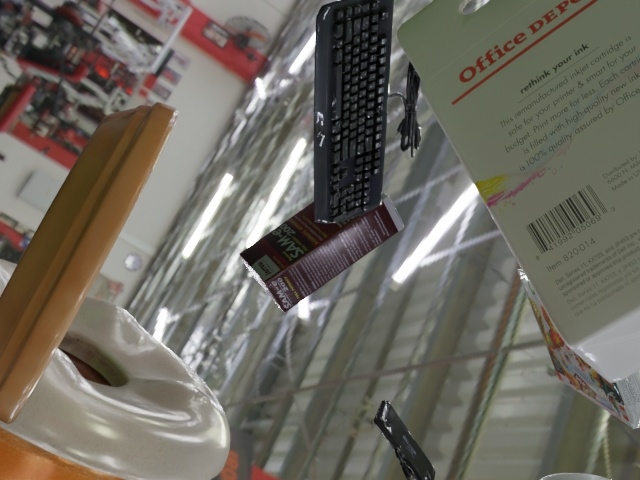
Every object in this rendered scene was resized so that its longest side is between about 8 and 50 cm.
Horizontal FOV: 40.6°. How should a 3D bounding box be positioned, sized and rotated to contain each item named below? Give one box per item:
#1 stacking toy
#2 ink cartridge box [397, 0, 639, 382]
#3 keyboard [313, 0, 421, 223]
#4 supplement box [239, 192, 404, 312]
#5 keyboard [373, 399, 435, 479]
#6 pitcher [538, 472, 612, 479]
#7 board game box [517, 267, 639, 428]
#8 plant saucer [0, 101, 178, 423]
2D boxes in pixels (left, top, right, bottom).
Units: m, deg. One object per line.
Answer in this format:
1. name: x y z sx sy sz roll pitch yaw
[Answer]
1. stacking toy: -0.337 0.280 0.804 0.480 0.350 0.350 -59 -164 2
2. ink cartridge box: 0.225 -0.092 0.713 0.207 0.119 0.354 -35 -126 18
3. keyboard: 0.072 -0.174 1.125 0.201 0.033 0.317 -28 136 -32
4. supplement box: 0.000 0.000 1.406 0.239 0.073 0.130 -36 -149 -9
5. keyboard: 0.155 0.391 1.601 0.023 0.180 0.108 -31 -170 21
6. pitcher: 0.212 0.305 0.748 0.125 0.177 0.207 -21 -136 38
7. board game box: 0.374 0.133 1.227 0.053 0.193 0.305 -22 -177 -1
8. plant saucer: -0.143 0.005 0.494 0.200 0.037 0.200 -56 -165 24
